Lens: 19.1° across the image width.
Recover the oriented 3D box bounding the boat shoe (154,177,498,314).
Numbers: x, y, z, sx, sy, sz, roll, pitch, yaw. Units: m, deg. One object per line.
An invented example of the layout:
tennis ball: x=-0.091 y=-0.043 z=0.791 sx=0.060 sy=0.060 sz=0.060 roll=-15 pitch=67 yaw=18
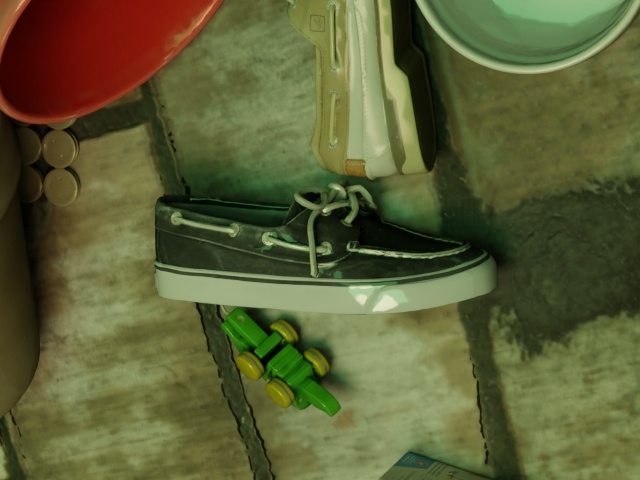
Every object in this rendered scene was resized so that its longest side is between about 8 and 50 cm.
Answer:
boat shoe: x=0.001 y=-0.001 z=1.642 sx=0.306 sy=0.113 sz=0.105 roll=3 pitch=104 yaw=22

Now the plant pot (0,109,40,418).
plant pot: x=-0.389 y=0.030 z=1.695 sx=0.323 sy=0.323 sz=0.280 roll=1 pitch=134 yaw=21

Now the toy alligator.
toy alligator: x=-0.054 y=0.099 z=1.723 sx=0.189 sy=0.056 sz=0.051 roll=41 pitch=156 yaw=16

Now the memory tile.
memory tile: x=-0.277 y=-0.108 z=1.784 sx=0.113 sy=0.012 sz=0.148 roll=5 pitch=103 yaw=20

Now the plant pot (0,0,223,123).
plant pot: x=-0.236 y=-0.276 z=1.613 sx=0.243 sy=0.275 sz=0.275 roll=48 pitch=113 yaw=18

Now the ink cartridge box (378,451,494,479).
ink cartridge box: x=0.120 y=0.257 z=1.659 sx=0.143 sy=0.092 sz=0.090 roll=15 pitch=105 yaw=16

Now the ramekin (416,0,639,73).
ramekin: x=0.179 y=-0.241 z=1.529 sx=0.207 sy=0.109 sz=0.207 roll=4 pitch=101 yaw=20

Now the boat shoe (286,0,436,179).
boat shoe: x=0.022 y=-0.198 z=1.596 sx=0.103 sy=0.113 sz=0.302 roll=-6 pitch=99 yaw=17
